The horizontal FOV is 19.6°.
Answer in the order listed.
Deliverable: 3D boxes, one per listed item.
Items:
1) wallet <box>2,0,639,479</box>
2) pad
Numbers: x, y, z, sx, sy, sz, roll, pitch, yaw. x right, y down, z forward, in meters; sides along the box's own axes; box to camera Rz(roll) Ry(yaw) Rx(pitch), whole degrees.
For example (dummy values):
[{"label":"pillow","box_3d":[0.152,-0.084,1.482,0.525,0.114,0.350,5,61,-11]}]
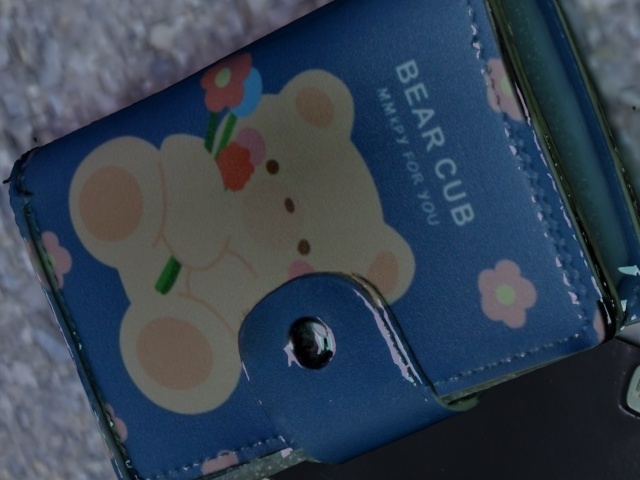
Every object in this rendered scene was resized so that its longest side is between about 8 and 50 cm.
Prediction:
[{"label":"wallet","box_3d":[0.000,0.000,0.604,0.202,0.059,0.141,-23,86,31]},{"label":"pad","box_3d":[0.023,0.053,0.647,0.193,0.004,0.116,24,118,21]}]
